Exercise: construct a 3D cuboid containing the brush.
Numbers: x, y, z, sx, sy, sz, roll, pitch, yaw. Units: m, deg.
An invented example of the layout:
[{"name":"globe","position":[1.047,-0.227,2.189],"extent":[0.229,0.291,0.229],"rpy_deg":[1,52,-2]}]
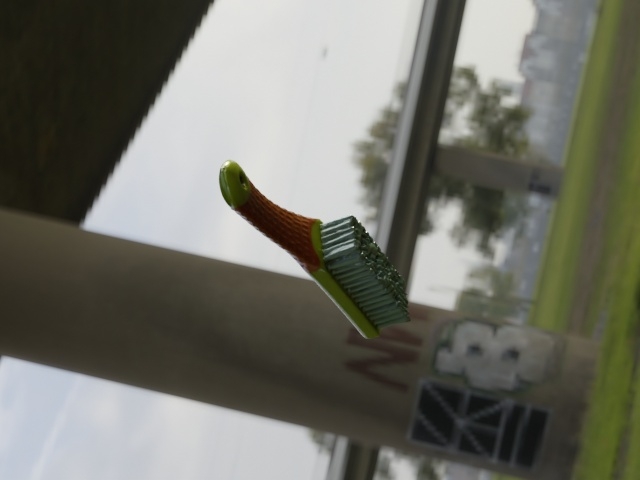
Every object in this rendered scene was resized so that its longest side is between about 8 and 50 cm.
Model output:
[{"name":"brush","position":[0.000,0.000,0.393],"extent":[0.083,0.021,0.018],"rpy_deg":[44,-147,-45]}]
